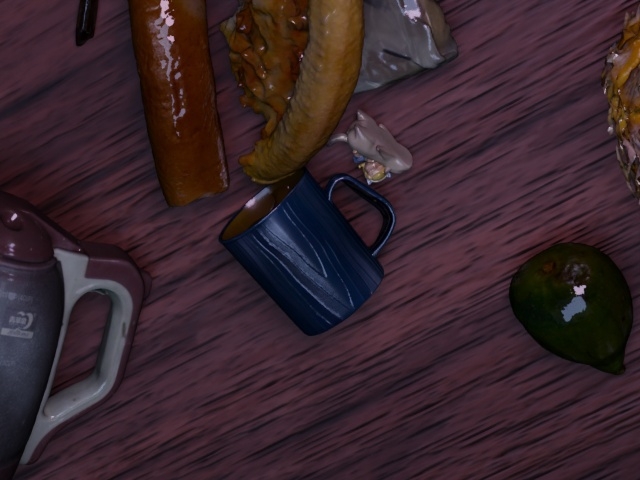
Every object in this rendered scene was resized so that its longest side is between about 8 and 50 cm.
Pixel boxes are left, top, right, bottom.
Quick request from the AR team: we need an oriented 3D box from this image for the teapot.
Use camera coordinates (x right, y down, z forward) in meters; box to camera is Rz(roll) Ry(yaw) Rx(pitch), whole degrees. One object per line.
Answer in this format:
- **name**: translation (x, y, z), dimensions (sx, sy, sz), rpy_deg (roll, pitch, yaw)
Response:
- **teapot**: translation (-0.342, 0.102, 1.863), dimensions (0.315, 0.233, 0.312), rpy_deg (15, 111, -31)

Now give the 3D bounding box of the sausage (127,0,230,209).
- **sausage**: translation (-0.143, -0.170, 1.771), dimensions (0.076, 0.103, 0.302), rpy_deg (-6, 111, 1)

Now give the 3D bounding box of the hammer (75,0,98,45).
- **hammer**: translation (-0.221, -0.274, 1.784), dimensions (0.065, 0.021, 0.178), rpy_deg (13, 113, 1)

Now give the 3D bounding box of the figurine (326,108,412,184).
- **figurine**: translation (0.050, -0.090, 1.814), dimensions (0.083, 0.047, 0.050), rpy_deg (41, 126, -17)

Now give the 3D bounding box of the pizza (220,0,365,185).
- **pizza**: translation (-0.032, -0.190, 1.703), dimensions (0.182, 0.073, 0.365), rpy_deg (52, 147, 21)

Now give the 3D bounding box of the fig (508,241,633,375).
- **fig**: translation (0.272, 0.086, 1.825), dimensions (0.117, 0.117, 0.177), rpy_deg (-26, 117, 16)

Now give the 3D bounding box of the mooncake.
- **mooncake**: translation (0.060, -0.217, 1.738), dimensions (0.125, 0.073, 0.130), rpy_deg (-15, 107, 27)

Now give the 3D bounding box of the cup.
- **cup**: translation (-0.004, 0.006, 1.815), dimensions (0.150, 0.113, 0.138), rpy_deg (-32, 106, 30)

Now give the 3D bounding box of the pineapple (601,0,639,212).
- **pineapple**: translation (0.418, -0.103, 1.596), dimensions (0.300, 0.352, 0.352), rpy_deg (-18, 108, 15)
